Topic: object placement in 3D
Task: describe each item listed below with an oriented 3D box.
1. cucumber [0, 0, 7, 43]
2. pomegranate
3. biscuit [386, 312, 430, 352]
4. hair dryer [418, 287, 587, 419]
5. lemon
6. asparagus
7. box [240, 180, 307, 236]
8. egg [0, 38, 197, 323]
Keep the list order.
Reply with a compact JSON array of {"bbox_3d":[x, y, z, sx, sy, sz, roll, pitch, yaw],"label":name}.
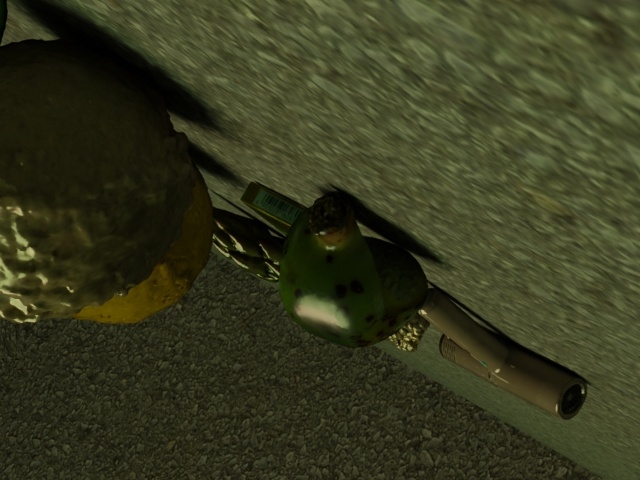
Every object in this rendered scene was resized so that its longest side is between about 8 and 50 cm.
[{"bbox_3d":[-0.344,-0.232,1.115,0.115,0.063,0.244,43,170,-33],"label":"cucumber"},{"bbox_3d":[0.015,0.031,1.190,0.169,0.122,0.143,34,-156,-53],"label":"pomegranate"},{"bbox_3d":[0.073,0.094,1.760,0.168,0.070,0.082,30,-176,-6],"label":"biscuit"},{"bbox_3d":[0.181,0.107,1.423,0.195,0.053,0.220,25,165,45],"label":"hair dryer"},{"bbox_3d":[-0.267,-0.024,1.567,0.258,0.258,0.310,34,177,-22],"label":"lemon"},{"bbox_3d":[-0.079,0.026,1.943,0.287,0.080,0.080,34,174,-20],"label":"asparagus"},{"bbox_3d":[0.000,0.000,1.496,0.121,0.030,0.193,28,174,35],"label":"box"},{"bbox_3d":[-0.253,-0.061,1.176,0.279,0.279,0.310,31,-160,5],"label":"egg"}]
